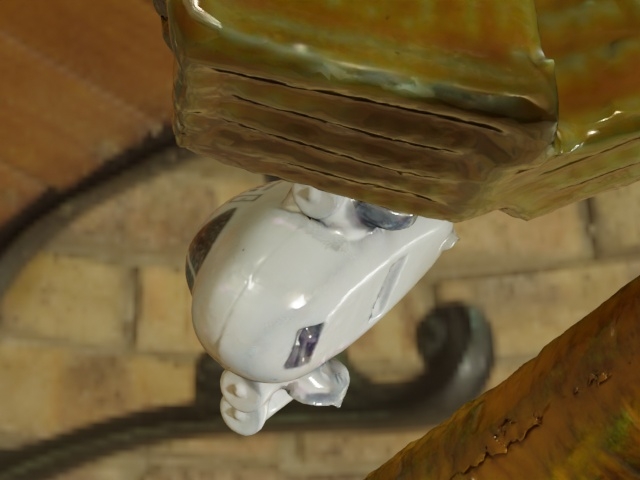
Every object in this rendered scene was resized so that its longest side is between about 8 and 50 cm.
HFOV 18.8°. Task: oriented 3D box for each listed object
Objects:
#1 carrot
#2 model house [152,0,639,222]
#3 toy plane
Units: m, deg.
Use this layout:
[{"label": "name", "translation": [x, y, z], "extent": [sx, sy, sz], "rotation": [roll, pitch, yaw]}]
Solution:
[{"label": "carrot", "translation": [0.094, 0.046, 0.574], "extent": [0.070, 0.070, 0.260], "rotation": [20, 139, -30]}, {"label": "model house", "translation": [0.041, -0.096, 0.703], "extent": [0.268, 0.239, 0.173], "rotation": [12, 108, -11]}, {"label": "toy plane", "translation": [0.000, 0.000, 1.111], "extent": [0.117, 0.244, 0.244], "rotation": [33, 150, 15]}]
